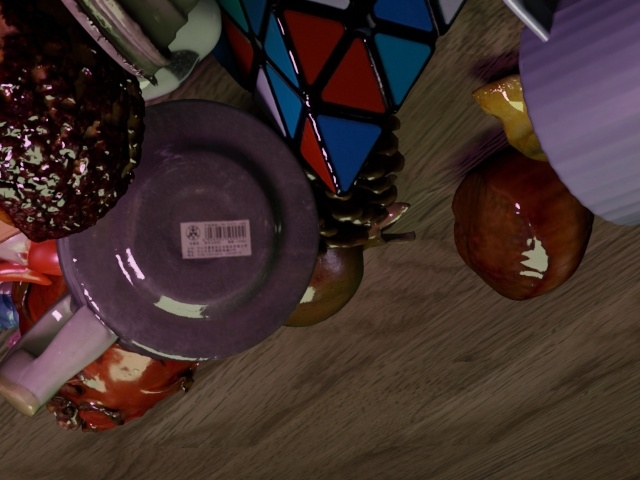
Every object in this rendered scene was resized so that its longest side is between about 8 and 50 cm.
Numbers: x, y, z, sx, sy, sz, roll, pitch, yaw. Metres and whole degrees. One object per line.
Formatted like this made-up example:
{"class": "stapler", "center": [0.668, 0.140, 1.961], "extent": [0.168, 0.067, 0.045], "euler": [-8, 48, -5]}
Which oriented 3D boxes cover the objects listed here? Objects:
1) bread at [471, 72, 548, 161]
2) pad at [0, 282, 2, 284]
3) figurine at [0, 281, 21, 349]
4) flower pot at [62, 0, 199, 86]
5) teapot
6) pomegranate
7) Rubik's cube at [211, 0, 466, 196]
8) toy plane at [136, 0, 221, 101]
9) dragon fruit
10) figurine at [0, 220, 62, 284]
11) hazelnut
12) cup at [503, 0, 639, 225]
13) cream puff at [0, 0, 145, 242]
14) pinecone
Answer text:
{"class": "bread", "center": [0.272, -0.137, 1.960], "extent": [0.160, 0.088, 0.233], "euler": [-23, 156, 28]}
{"class": "pad", "center": [-0.426, 0.072, 2.374], "extent": [0.232, 0.004, 0.156], "euler": [-14, 158, 16]}
{"class": "figurine", "center": [-0.353, 0.098, 2.276], "extent": [0.178, 0.144, 0.114], "euler": [-8, 147, 30]}
{"class": "flower pot", "center": [-0.145, -0.248, 1.376], "extent": [0.140, 0.235, 0.235], "euler": [-33, 156, 4]}
{"class": "teapot", "center": [-0.157, 0.037, 1.722], "extent": [0.239, 0.322, 0.239], "euler": [19, 169, -17]}
{"class": "pomegranate", "center": [0.000, 0.000, 2.121], "extent": [0.224, 0.181, 0.181], "euler": [-21, 161, -11]}
{"class": "Rubik's cube", "center": [-0.027, -0.197, 1.601], "extent": [0.284, 0.250, 0.234], "euler": [-10, 141, 20]}
{"class": "toy plane", "center": [-0.217, -0.169, 1.640], "extent": [0.266, 0.123, 0.267], "euler": [-17, 161, -6]}
{"class": "dragon fruit", "center": [-0.236, 0.068, 2.109], "extent": [0.250, 0.250, 0.315], "euler": [-6, 117, -5]}
{"class": "figurine", "center": [-0.305, -0.039, 1.899], "extent": [0.208, 0.181, 0.257], "euler": [-37, 166, -3]}
{"class": "hazelnut", "center": [0.246, -0.026, 2.123], "extent": [0.178, 0.178, 0.204], "euler": [-5, 141, -6]}
{"class": "cup", "center": [0.348, -0.175, 1.644], "extent": [0.311, 0.257, 0.331], "euler": [-23, 156, 39]}
{"class": "cream puff", "center": [-0.237, -0.118, 1.428], "extent": [0.165, 0.239, 0.239], "euler": [-40, 159, -5]}
{"class": "pinecone", "center": [0.004, -0.076, 1.900], "extent": [0.168, 0.186, 0.212], "euler": [29, 125, -22]}
